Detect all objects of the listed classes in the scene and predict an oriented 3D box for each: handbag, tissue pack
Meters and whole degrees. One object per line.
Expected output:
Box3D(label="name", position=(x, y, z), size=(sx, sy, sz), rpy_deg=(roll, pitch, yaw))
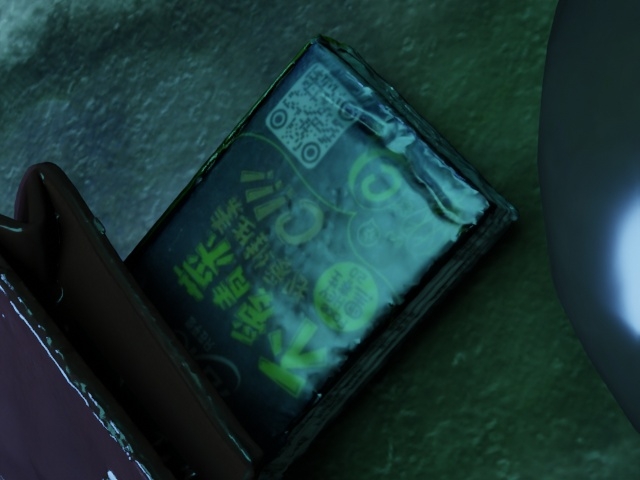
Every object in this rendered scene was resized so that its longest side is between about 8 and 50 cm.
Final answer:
Box3D(label="handbag", position=(-0.149, 0.122, 0.727), size=(0.275, 0.084, 0.260), rpy_deg=(46, 143, 28))
Box3D(label="tissue pack", position=(-0.014, 0.012, 0.717), size=(0.235, 0.073, 0.173), rpy_deg=(-50, 63, 13))

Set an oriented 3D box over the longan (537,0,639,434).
Box3D(label="longan", position=(0.279, -0.033, 0.436), size=(0.404, 0.336, 0.405), rpy_deg=(0, 56, -1))
